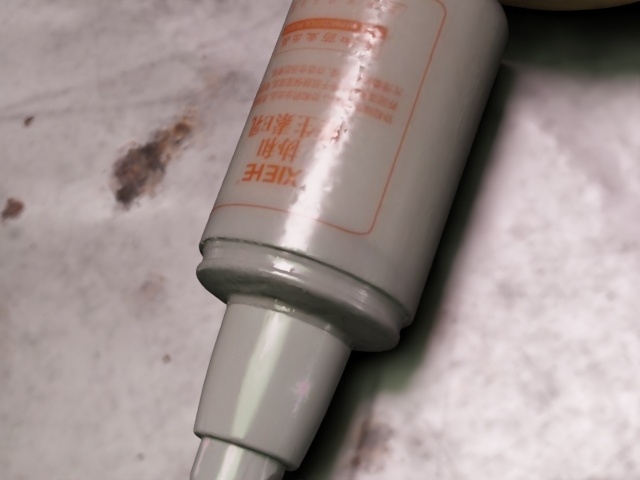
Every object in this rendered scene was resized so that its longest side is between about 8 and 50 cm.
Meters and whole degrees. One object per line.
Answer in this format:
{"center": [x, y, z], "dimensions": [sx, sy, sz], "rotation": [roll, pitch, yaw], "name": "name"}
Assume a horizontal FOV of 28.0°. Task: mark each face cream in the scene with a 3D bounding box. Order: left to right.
{"center": [0.000, 0.000, 0.558], "dimensions": [0.101, 0.101, 0.252], "rotation": [14, 73, 21], "name": "face cream"}

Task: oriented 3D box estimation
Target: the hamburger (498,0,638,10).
{"center": [0.119, -0.249, 0.587], "dimensions": [0.302, 0.170, 0.302], "rotation": [-6, 66, 13], "name": "hamburger"}
